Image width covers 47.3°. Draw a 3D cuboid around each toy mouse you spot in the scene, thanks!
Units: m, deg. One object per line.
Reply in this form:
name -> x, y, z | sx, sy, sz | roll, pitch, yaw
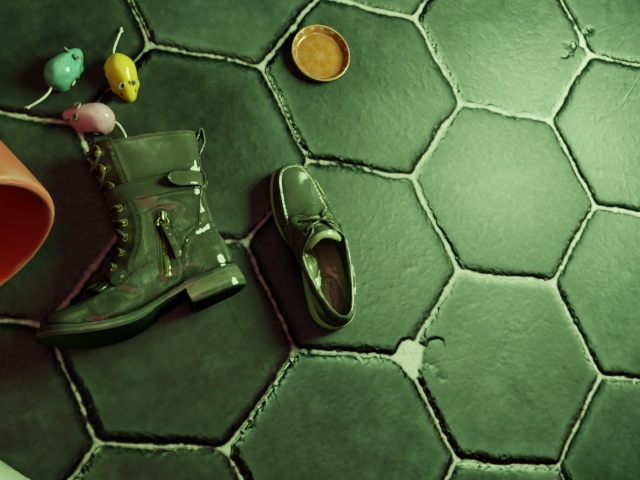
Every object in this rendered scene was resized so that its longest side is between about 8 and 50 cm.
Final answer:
toy mouse -> -0.293, -0.185, 0.897 | 0.143, 0.031, 0.161 | -15, 82, -19

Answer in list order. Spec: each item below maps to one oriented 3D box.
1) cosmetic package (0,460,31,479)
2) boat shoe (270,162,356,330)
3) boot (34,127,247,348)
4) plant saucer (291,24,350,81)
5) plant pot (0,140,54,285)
cosmetic package -> -0.360, 0.372, 0.691 | 0.153, 0.129, 0.296 | 34, 70, -5
boat shoe -> -0.001, 0.001, 0.915 | 0.080, 0.073, 0.224 | -15, 82, -19
boot -> -0.228, -0.011, 0.856 | 0.262, 0.091, 0.229 | -19, 77, -24
plant saucer -> -0.001, -0.257, 1.010 | 0.083, 0.013, 0.084 | 4, 77, -15
plant pot -> -0.445, -0.063, 0.715 | 0.275, 0.275, 0.243 | -34, 78, -21
